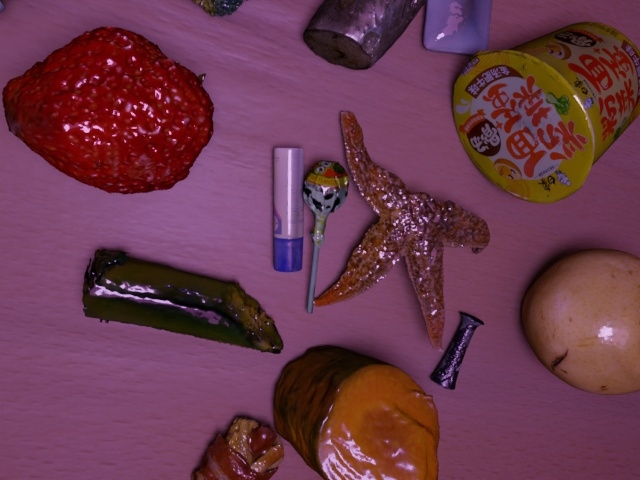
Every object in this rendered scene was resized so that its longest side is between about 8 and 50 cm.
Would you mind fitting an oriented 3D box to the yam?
[{"bbox_3d":[0.098,-0.423,0.866,0.154,0.154,0.254,36,88,-19],"label":"yam"}]

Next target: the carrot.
[{"bbox_3d":[0.065,0.337,0.921,0.241,0.340,0.242,-2,93,-31],"label":"carrot"}]

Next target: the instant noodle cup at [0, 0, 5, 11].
[{"bbox_3d":[-0.419,-0.510,0.651,0.308,0.294,0.294,-41,108,-13],"label":"instant noodle cup"}]

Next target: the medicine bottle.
[{"bbox_3d":[-0.060,-0.058,0.930,0.059,0.059,0.231,-1,100,-16],"label":"medicine bottle"}]

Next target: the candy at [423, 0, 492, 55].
[{"bbox_3d":[0.268,-0.451,0.943,0.138,0.071,0.174,0,101,-16],"label":"candy"}]

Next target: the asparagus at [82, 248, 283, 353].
[{"bbox_3d":[-0.228,0.118,0.893,0.381,0.108,0.129,17,94,-20],"label":"asparagus"}]

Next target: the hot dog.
[{"bbox_3d":[-0.165,0.452,0.973,0.146,0.103,0.213,33,91,-20],"label":"hot dog"}]

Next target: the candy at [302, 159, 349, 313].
[{"bbox_3d":[0.000,0.000,0.937,0.091,0.083,0.306,-18,120,-50],"label":"candy"}]

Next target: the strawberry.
[{"bbox_3d":[-0.313,-0.183,0.723,0.276,0.257,0.258,-19,110,-56],"label":"strawberry"}]

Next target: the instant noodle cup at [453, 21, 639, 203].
[{"bbox_3d":[0.436,-0.257,0.929,0.221,0.311,0.311,-34,108,-18],"label":"instant noodle cup"}]

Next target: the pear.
[{"bbox_3d":[0.583,0.168,1.042,0.309,0.309,0.309,-3,101,-15],"label":"pear"}]

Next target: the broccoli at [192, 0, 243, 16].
[{"bbox_3d":[-0.178,-0.483,0.791,0.194,0.194,0.220,3,122,-16],"label":"broccoli"}]

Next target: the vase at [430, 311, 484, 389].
[{"bbox_3d":[0.303,0.244,1.091,0.059,0.059,0.167,22,93,-18],"label":"vase"}]

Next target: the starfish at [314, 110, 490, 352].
[{"bbox_3d":[0.165,-0.006,0.979,0.398,0.132,0.384,18,99,-15],"label":"starfish"}]
